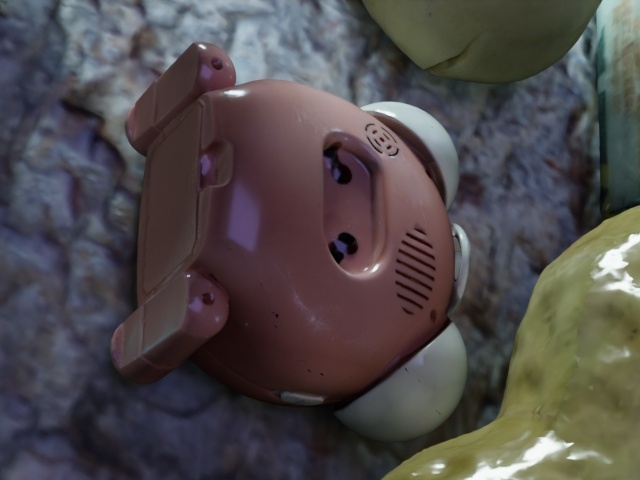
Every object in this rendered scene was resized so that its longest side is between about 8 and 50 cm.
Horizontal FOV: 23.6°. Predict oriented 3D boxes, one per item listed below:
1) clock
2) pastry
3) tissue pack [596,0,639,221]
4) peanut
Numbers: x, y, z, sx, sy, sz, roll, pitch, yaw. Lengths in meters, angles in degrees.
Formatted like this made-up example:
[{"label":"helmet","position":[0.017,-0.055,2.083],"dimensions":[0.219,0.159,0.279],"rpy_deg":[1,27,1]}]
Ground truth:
[{"label":"clock","position":[0.000,0.000,0.683],"dimensions":[0.162,0.093,0.166],"rpy_deg":[15,60,-29]},{"label":"pastry","position":[0.085,-0.160,0.812],"dimensions":[0.156,0.092,0.156],"rpy_deg":[8,70,-23]},{"label":"tissue pack","position":[0.276,-0.127,0.889],"dimensions":[0.228,0.128,0.310],"rpy_deg":[16,61,-25]},{"label":"peanut","position":[0.099,0.144,0.611],"dimensions":[0.192,0.169,0.387],"rpy_deg":[30,62,8]}]
